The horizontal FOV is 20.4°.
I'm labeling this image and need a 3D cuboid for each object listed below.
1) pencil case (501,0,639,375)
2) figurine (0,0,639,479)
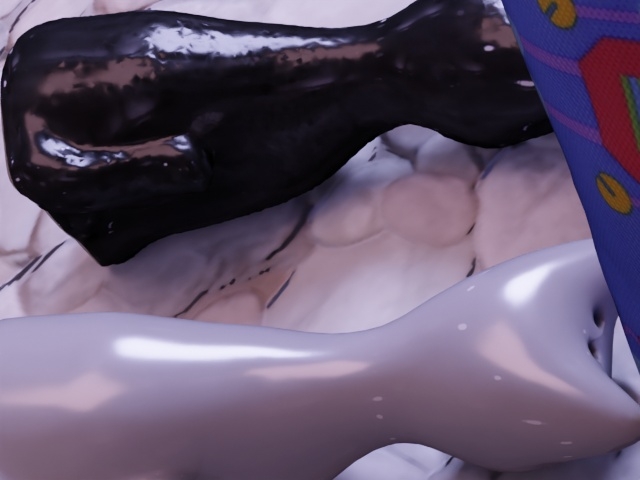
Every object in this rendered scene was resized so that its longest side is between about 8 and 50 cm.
[{"bbox_3d":[0.102,-0.064,0.394,0.119,0.306,0.133,2,42,34],"label":"pencil case"},{"bbox_3d":[0.000,0.000,0.561,0.209,0.092,0.215,-13,47,16],"label":"figurine"}]
